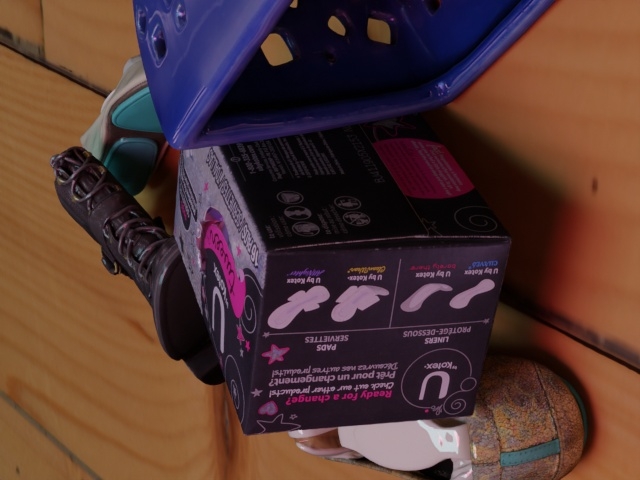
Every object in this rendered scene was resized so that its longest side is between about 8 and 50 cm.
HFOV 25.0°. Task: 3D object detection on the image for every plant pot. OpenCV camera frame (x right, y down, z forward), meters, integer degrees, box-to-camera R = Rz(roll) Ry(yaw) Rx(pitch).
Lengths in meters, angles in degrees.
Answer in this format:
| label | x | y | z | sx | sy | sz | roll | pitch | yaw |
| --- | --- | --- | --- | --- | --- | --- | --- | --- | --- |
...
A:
| label | x | y | z | sx | sy | sz | roll | pitch | yaw |
| --- | --- | --- | --- | --- | --- | --- | --- | --- | --- |
| plant pot | 0.009 | -0.211 | 0.882 | 0.236 | 0.236 | 0.212 | -45 | 62 | 51 |

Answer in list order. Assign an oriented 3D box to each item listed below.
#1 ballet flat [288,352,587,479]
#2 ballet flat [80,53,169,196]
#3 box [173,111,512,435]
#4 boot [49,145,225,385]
| label | x | y | z | sx | sy | sz | roll | pitch | yaw |
| --- | --- | --- | --- | --- | --- | --- | --- | --- | --- |
| ballet flat | 0.042 | 0.126 | 1.075 | 0.348 | 0.123 | 0.123 | 3 | 107 | 54 |
| ballet flat | -0.160 | -0.120 | 1.287 | 0.248 | 0.086 | 0.086 | -41 | 71 | 54 |
| box | 0.000 | 0.000 | 0.969 | 0.247 | 0.163 | 0.142 | -118 | 30 | -55 |
| boot | -0.157 | 0.003 | 1.225 | 0.229 | 0.091 | 0.263 | 46 | 166 | 20 |
